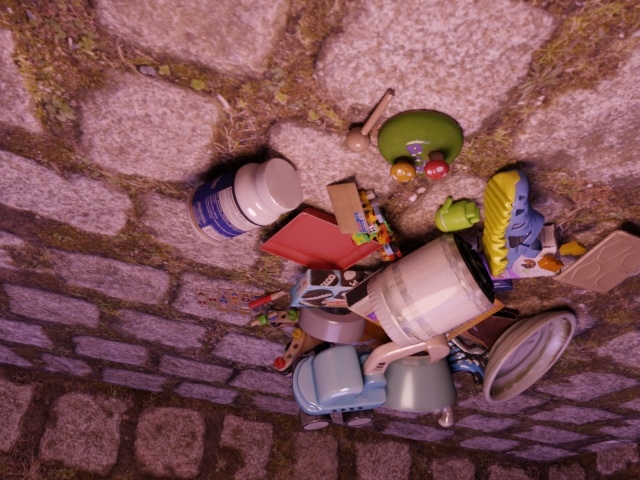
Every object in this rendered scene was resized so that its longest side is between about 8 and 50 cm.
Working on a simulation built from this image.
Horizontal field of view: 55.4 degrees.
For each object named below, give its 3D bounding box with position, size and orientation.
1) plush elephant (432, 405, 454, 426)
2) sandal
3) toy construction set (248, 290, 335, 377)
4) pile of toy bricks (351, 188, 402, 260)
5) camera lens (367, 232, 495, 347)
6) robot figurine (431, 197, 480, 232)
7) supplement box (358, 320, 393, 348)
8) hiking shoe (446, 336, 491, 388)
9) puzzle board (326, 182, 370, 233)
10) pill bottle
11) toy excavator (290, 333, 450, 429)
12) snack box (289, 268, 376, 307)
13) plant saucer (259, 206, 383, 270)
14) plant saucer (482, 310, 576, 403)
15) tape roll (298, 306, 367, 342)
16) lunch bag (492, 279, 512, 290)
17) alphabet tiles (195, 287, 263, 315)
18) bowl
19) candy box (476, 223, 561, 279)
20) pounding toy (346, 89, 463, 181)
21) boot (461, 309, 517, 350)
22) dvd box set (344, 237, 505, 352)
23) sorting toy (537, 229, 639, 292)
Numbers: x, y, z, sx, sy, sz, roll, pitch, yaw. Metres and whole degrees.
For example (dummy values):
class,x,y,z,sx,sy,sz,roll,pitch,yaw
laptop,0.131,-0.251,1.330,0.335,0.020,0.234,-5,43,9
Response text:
class,x,y,z,sx,sy,sz,roll,pitch,yaw
plush elephant,0.369,0.567,2.415,0.255,0.272,0.330,-12,119,6
sandal,0.461,-0.048,1.437,0.138,0.126,0.317,-11,141,2
toy construction set,-0.077,0.299,2.129,0.237,0.257,0.309,-24,119,15
pile of toy bricks,0.123,-0.020,1.548,0.105,0.118,0.212,-22,140,11
camera lens,0.286,0.126,1.556,0.274,0.219,0.219,-31,137,18
robot figurine,0.333,-0.058,1.503,0.115,0.067,0.101,-17,142,36
supplement box,0.218,0.353,2.244,0.233,0.078,0.080,25,146,-29
hiking shoe,0.458,0.399,2.145,0.304,0.132,0.113,21,167,23
puzzle board,0.068,-0.078,1.483,0.096,0.011,0.128,-2,113,47
pill bottle,-0.182,-0.096,1.457,0.264,0.153,0.153,-17,143,36
toy excavator,0.137,0.401,1.871,0.433,0.222,0.445,-3,149,-12
snack box,0.085,0.152,1.867,0.322,0.060,0.187,3,155,-19
plant saucer,0.000,0.000,1.696,0.259,0.048,0.258,20,148,-24
plant saucer,0.669,0.366,2.019,0.400,0.100,0.400,-23,137,-23
tape roll,0.040,0.243,1.953,0.219,0.219,0.072,9,108,-4
lunch bag,0.517,0.108,1.753,0.067,0.065,0.098,-5,166,16
alphabet tiles,-0.328,0.220,2.192,0.237,0.009,0.198,8,151,-3
bowl,0.310,0.439,2.069,0.311,0.163,0.311,1,-171,0
candy box,0.530,0.034,1.622,0.196,0.070,0.165,-6,148,23
pounding toy,0.185,-0.182,1.273,0.237,0.110,0.183,20,148,-23
boot,0.609,0.302,2.057,0.248,0.090,0.207,16,151,-11
dvd box set,0.321,0.180,1.830,0.307,0.062,0.420,-38,132,24
sorting toy,0.713,0.044,1.569,0.307,0.041,0.229,15,137,-30
